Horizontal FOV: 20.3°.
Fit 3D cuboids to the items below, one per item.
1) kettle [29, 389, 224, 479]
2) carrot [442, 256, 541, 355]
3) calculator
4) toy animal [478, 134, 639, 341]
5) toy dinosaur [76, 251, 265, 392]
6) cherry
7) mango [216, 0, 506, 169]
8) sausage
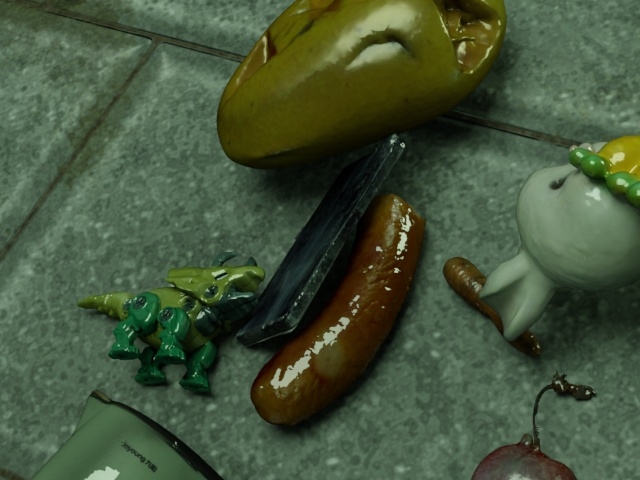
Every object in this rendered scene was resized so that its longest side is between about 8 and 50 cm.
[{"bbox_3d":[-0.213,0.313,1.822,0.240,0.165,0.255,37,69,9],"label":"kettle"},{"bbox_3d":[0.183,0.070,1.890,0.036,0.035,0.165,-39,51,-7],"label":"carrot"},{"bbox_3d":[0.000,0.000,1.974,0.261,0.021,0.161,-57,13,-21],"label":"calculator"},{"bbox_3d":[0.316,0.000,1.759,0.310,0.247,0.183,7,37,11],"label":"toy animal"},{"bbox_3d":[-0.184,0.091,2.010,0.259,0.094,0.153,-7,48,31],"label":"toy dinosaur"},{"bbox_3d":[0.216,0.216,1.734,0.107,0.090,0.225,6,49,42],"label":"cherry"},{"bbox_3d":[0.044,-0.200,2.049,0.365,0.182,0.253,-36,25,0],"label":"mango"},{"bbox_3d":[0.031,0.074,1.926,0.103,0.076,0.302,15,62,30],"label":"sausage"}]
